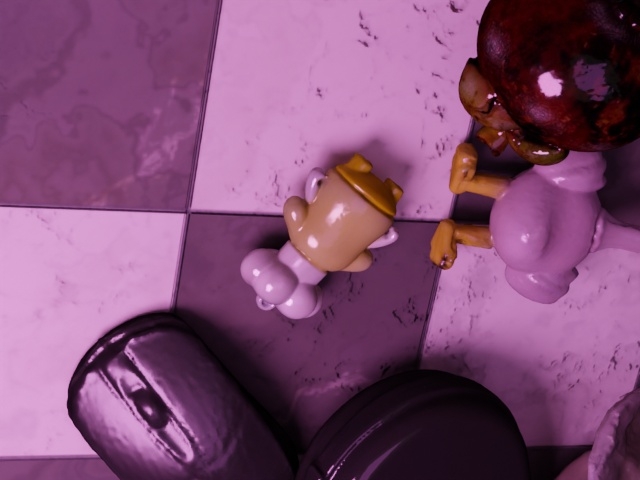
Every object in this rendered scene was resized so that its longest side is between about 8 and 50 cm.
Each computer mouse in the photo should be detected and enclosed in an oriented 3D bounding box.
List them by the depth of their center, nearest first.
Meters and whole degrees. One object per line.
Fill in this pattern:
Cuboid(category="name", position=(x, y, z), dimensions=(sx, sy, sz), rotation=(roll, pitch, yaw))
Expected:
Cuboid(category="computer mouse", position=(-0.111, 0.186, 1.379), dimensions=(0.137, 0.086, 0.269), rotation=(-39, 120, 2))

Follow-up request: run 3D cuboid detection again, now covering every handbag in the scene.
Cuboid(category="handbag", position=(0.086, 0.265, 1.459), dimensions=(0.254, 0.093, 0.308), rotation=(-24, 124, -19))

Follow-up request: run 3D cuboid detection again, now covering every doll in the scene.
Cuboid(category="doll", position=(0.000, 0.000, 1.338), dimensions=(0.106, 0.062, 0.162), rotation=(38, 98, -26))
Cuboid(category="doll", position=(0.286, -0.009, 1.416), dimensions=(0.365, 0.094, 0.160), rotation=(4, 111, -21))

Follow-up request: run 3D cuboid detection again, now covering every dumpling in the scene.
Cuboid(category="dumpling", position=(0.276, 0.289, 1.498), dimensions=(0.204, 0.163, 0.293), rotation=(1, 93, -36))

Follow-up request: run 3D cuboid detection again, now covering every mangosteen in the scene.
Cuboid(category="mangosteen", position=(0.205, -0.143, 1.288), dimensions=(0.200, 0.200, 0.200), rotation=(-8, 118, -16))
